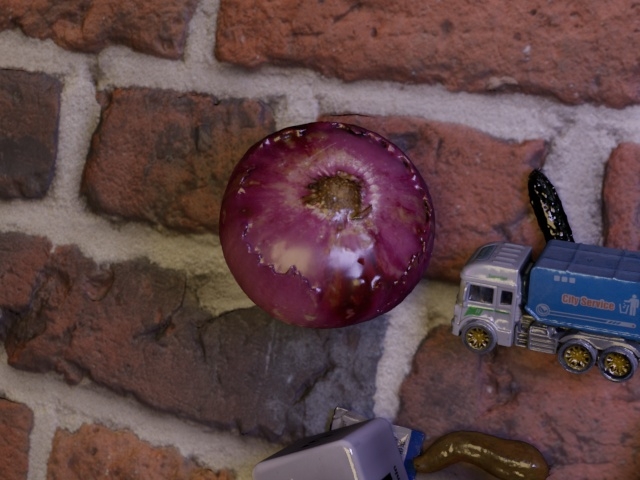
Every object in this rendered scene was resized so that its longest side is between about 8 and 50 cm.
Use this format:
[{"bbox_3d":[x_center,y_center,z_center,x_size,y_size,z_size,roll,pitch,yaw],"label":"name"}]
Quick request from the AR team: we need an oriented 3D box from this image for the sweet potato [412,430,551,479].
[{"bbox_3d":[0.267,0.362,1.621,0.233,0.062,0.081,3,82,20],"label":"sweet potato"}]

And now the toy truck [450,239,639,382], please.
[{"bbox_3d":[0.393,0.103,1.513,0.368,0.146,0.175,8,113,21],"label":"toy truck"}]

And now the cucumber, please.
[{"bbox_3d":[0.382,-0.033,1.594,0.053,0.053,0.181,-21,81,20],"label":"cucumber"}]

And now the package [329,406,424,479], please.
[{"bbox_3d":[0.086,0.396,1.712,0.173,0.027,0.171,13,94,22],"label":"package"}]

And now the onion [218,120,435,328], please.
[{"bbox_3d":[0.013,-0.025,1.623,0.359,0.345,0.358,0,86,4],"label":"onion"}]

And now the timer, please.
[{"bbox_3d":[0.028,0.424,1.618,0.193,0.195,0.194,-20,85,22],"label":"timer"}]
